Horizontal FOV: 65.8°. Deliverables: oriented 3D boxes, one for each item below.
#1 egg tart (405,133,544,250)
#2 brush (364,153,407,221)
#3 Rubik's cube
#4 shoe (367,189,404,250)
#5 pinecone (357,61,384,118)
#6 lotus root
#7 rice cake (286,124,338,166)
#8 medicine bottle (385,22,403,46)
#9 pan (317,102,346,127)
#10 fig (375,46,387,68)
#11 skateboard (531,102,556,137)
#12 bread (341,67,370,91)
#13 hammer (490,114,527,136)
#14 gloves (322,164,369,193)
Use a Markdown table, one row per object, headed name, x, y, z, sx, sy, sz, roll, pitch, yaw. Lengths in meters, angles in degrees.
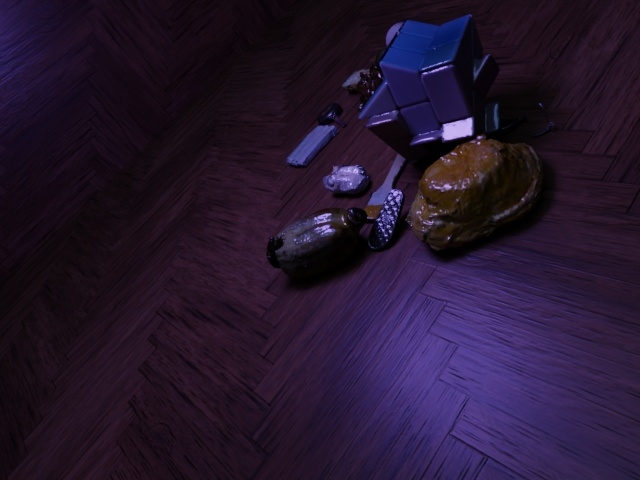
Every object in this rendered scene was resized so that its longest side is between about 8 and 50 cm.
| name | x | y | z | sx | sy | sz | roll | pitch | yaw |
| --- | --- | --- | --- | --- | --- | --- | --- | --- | --- |
| egg tart | 0.373 | -0.152 | 1.249 | 0.352 | 0.153 | 0.339 | -19 | 36 | 22 |
| brush | 0.217 | -0.184 | 1.528 | 0.085 | 0.020 | 0.336 | 1 | 50 | 42 |
| Rubik's cube | 0.317 | -0.424 | 1.405 | 0.358 | 0.368 | 0.387 | -5 | 41 | 36 |
| shoe | 0.193 | -0.051 | 1.372 | 0.071 | 0.049 | 0.179 | 18 | 85 | 38 |
| pinecone | 0.249 | -0.516 | 1.706 | 0.273 | 0.224 | 0.224 | -25 | 36 | -2 |
| lotus root | 0.000 | 0.000 | 1.399 | 0.309 | 0.173 | 0.173 | -22 | 38 | 21 |
| rice cake | -0.035 | -0.368 | 1.935 | 0.124 | 0.038 | 0.211 | 16 | 61 | 48 |
| medicine bottle | 0.364 | -0.750 | 1.934 | 0.130 | 0.130 | 0.341 | -31 | 36 | 10 |
| pan | 0.050 | -0.504 | 2.011 | 0.115 | 0.040 | 0.212 | -42 | 35 | 4 |
| fig | 0.260 | -0.643 | 1.883 | 0.117 | 0.177 | 0.117 | 1 | 12 | 0 |
| skateboard | 0.579 | -0.316 | 1.305 | 0.064 | 0.083 | 0.032 | -22 | 39 | 22 |
| bread | 0.185 | -0.653 | 2.027 | 0.128 | 0.088 | 0.232 | -41 | 28 | -19 |
| hammer | 0.504 | -0.397 | 1.510 | 0.125 | 0.027 | 0.297 | -27 | 37 | 7 |
| gloves | 0.091 | -0.197 | 1.609 | 0.153 | 0.070 | 0.114 | 10 | 48 | 38 |
